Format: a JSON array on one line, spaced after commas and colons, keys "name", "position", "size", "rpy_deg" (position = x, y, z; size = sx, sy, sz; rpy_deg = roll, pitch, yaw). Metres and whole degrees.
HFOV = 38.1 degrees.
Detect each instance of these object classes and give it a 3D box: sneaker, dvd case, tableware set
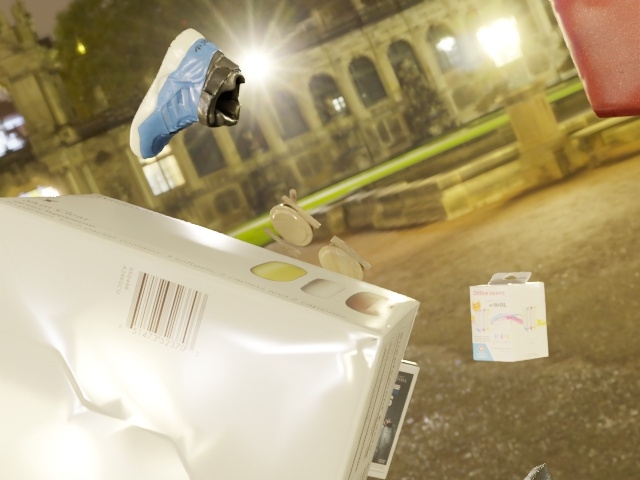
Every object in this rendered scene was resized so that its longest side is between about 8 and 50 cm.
[{"name": "sneaker", "position": [-0.128, -0.124, 0.915], "size": [0.152, 0.084, 0.058], "rpy_deg": [-57, -8, 30]}, {"name": "dvd case", "position": [0.077, 0.336, 1.807], "size": [0.179, 0.239, 0.029], "rpy_deg": [15, 7, -13]}, {"name": "tableware set", "position": [0.000, 0.000, 1.560], "size": [0.039, 0.194, 0.128], "rpy_deg": [-49, -3, -33]}]

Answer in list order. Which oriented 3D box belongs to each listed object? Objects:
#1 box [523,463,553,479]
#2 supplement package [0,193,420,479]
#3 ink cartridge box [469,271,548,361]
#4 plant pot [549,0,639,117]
[{"name": "box", "position": [0.294, 0.340, 1.198], "size": [0.018, 0.083, 0.067], "rpy_deg": [-29, -8, 28]}, {"name": "supplement package", "position": [-0.094, 0.101, 0.609], "size": [0.261, 0.204, 0.145], "rpy_deg": [18, 8, 12]}, {"name": "ink cartridge box", "position": [0.312, 0.125, 1.543], "size": [0.089, 0.143, 0.092], "rpy_deg": [-2, -3, -37]}, {"name": "plant pot", "position": [0.429, -0.283, 1.121], "size": [0.235, 0.267, 0.267], "rpy_deg": [-21, 5, 33]}]
